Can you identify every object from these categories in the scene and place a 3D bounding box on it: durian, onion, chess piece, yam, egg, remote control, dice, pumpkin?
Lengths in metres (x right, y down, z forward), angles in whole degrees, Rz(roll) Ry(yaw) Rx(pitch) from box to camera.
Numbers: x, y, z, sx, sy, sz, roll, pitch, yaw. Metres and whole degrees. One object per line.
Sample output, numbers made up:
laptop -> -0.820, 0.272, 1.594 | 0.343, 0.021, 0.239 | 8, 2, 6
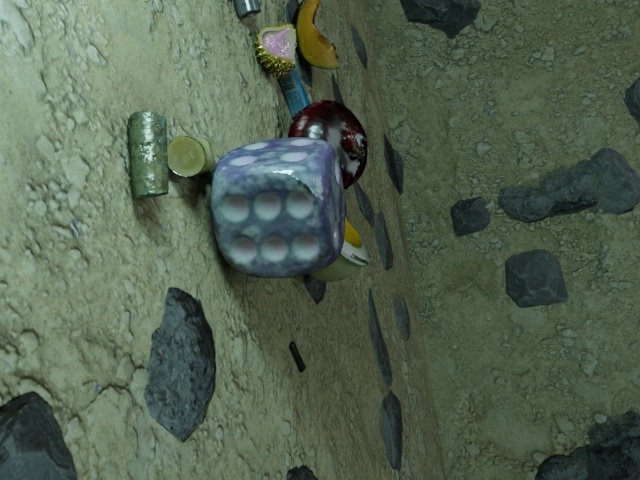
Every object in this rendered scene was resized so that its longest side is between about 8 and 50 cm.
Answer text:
durian -> -0.129, -0.586, 2.106 | 0.165, 0.132, 0.182 | 20, 55, -77
onion -> 0.037, -0.306, 2.194 | 0.314, 0.232, 0.314 | 9, 77, -42
chess piece -> -0.273, -0.191, 1.520 | 0.200, 0.090, 0.090 | -60, 135, -80
yam -> -0.331, -0.162, 1.317 | 0.078, 0.078, 0.179 | 29, 50, -66
egg -> -0.001, 0.001, 2.052 | 0.286, 0.174, 0.264 | 53, 18, 5
remote control -> -0.061, 0.320, 1.878 | 0.034, 0.016, 0.091 | -62, 135, -56
dice -> -0.090, -0.082, 1.602 | 0.271, 0.270, 0.270 | -69, 153, -64
pumpkin -> -0.054, -0.758, 2.503 | 0.169, 0.148, 0.312 | 40, -27, 49

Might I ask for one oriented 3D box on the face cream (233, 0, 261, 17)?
face cream -> -0.245, -0.800, 1.995 | 0.073, 0.073, 0.283 | -33, 109, -70

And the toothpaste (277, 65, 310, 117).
toothpaste -> -0.070, -0.449, 2.290 | 0.050, 0.065, 0.266 | -77, 149, -61
